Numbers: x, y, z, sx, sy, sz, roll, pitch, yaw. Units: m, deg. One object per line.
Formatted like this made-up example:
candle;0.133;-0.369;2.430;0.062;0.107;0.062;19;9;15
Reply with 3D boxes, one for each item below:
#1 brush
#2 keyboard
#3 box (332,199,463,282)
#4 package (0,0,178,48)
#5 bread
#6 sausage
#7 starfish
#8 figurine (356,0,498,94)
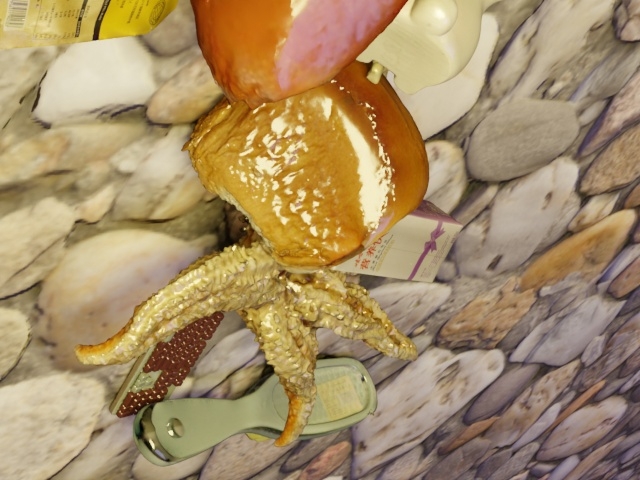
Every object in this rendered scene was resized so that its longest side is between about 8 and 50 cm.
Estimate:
brush;-0.060;0.149;1.050;0.060;0.068;0.296;-30;164;35
keyboard;-0.104;0.076;0.930;0.055;0.017;0.166;-8;141;-45
box;0.041;-0.005;0.810;0.117;0.036;0.051;12;111;-52
package;-0.098;-0.132;0.576;0.131;0.047;0.071;-14;144;-37
bread;-0.004;-0.051;0.728;0.126;0.129;0.044;-39;-175;1
sausage;0.058;-0.197;0.610;0.330;0.102;0.102;-43;153;8
starfish;0.002;0.013;0.883;0.301;0.084;0.293;-54;147;-7
figurine;0.065;-0.161;0.713;0.081;0.098;0.146;43;58;-28
